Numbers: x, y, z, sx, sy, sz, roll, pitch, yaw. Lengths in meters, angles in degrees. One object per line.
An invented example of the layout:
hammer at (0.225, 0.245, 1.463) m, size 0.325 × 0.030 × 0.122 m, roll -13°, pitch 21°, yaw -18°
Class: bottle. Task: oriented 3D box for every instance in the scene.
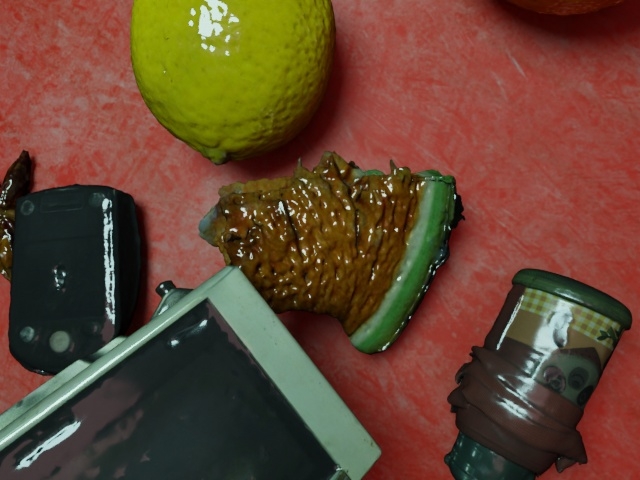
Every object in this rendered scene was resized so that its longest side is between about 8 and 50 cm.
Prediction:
bottle at (0.249, 0.179, 0.497) m, size 0.156 × 0.143 × 0.271 m, roll 25°, pitch 88°, yaw 34°

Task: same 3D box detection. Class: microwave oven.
microwave oven at (-0.192, 0.240, 0.406) m, size 0.394 × 0.333 × 0.247 m, roll -38°, pitch 84°, yaw -23°

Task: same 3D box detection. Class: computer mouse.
computer mouse at (-0.347, 0.052, 0.609) m, size 0.170 × 0.100 × 0.269 m, roll -4°, pitch 80°, yaw 3°

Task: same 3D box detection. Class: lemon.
lemon at (-0.103, -0.237, 0.518) m, size 0.267 × 0.267 × 0.267 m, roll 0°, pitch 87°, yaw 8°

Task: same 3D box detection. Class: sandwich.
sandwich at (0.000, 0.000, 0.532) m, size 0.301 × 0.162 × 0.250 m, roll 12°, pitch 102°, yaw -22°

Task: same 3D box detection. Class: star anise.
star anise at (-0.524, -0.029, 0.663) m, size 0.157 × 0.053 × 0.212 m, roll -10°, pitch 87°, yaw 7°

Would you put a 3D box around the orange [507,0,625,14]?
orange at (0.305, -0.415, 0.426) m, size 0.293 × 0.340 × 0.340 m, roll 22°, pitch 90°, yaw -2°
